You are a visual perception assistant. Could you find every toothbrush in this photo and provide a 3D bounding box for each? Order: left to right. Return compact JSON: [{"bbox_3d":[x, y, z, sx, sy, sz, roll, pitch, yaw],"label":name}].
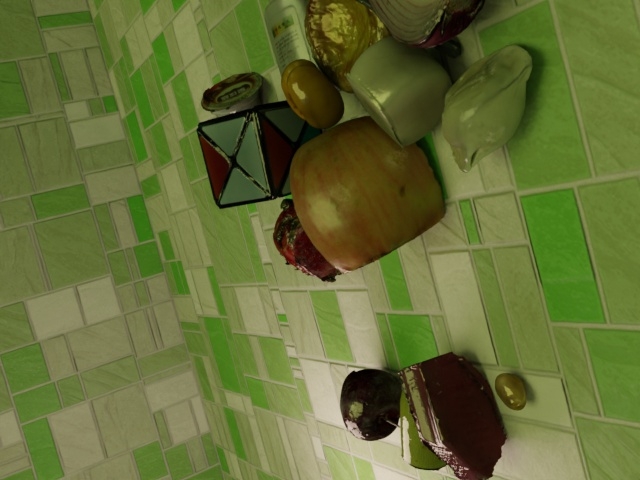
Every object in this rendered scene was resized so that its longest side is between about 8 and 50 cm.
[{"bbox_3d":[0.148,-0.439,1.470,0.297,0.031,0.030,28,130,-1],"label":"toothbrush"}]

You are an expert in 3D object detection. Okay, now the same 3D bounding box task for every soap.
[{"bbox_3d":[0.306,0.402,1.676,0.112,0.182,0.289,-36,68,59],"label":"soap"}]

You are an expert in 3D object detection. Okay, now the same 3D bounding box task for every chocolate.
[{"bbox_3d":[-0.253,-0.405,2.263,0.221,0.221,0.147,41,158,45],"label":"chocolate"}]

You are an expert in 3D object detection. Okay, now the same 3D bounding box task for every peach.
[{"bbox_3d":[-0.022,-0.339,1.715,0.179,0.103,0.179,50,179,1],"label":"peach"}]

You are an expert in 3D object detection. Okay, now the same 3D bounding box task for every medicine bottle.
[{"bbox_3d":[-0.051,-0.515,1.870,0.179,0.124,0.324,-15,94,56],"label":"medicine bottle"}]

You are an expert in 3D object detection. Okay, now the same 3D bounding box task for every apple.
[{"bbox_3d":[0.094,-0.118,1.684,0.309,0.314,0.252,60,-176,-5],"label":"apple"}]

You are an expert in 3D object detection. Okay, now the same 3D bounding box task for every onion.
[{"bbox_3d":[0.190,-0.518,1.391,0.348,0.159,0.267,45,129,40],"label":"onion"}]

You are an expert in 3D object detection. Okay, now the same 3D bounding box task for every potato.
[{"bbox_3d":[0.405,0.321,1.575,0.083,0.062,0.068,-95,-18,-46],"label":"potato"}]

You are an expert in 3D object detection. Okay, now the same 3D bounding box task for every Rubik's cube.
[{"bbox_3d":[-0.153,-0.237,2.012,0.248,0.246,0.250,-4,103,41],"label":"Rubik's cube"}]

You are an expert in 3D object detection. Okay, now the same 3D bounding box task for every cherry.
[{"bbox_3d":[0.137,0.440,2.010,0.195,0.195,0.195,38,136,47],"label":"cherry"}]

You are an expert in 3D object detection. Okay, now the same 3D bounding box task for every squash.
[{"bbox_3d":[0.261,0.428,1.825,0.132,0.132,0.247,30,129,52],"label":"squash"}]

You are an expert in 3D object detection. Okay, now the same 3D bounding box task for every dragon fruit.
[{"bbox_3d":[0.000,0.000,2.000,0.282,0.211,0.147,55,166,-24],"label":"dragon fruit"}]

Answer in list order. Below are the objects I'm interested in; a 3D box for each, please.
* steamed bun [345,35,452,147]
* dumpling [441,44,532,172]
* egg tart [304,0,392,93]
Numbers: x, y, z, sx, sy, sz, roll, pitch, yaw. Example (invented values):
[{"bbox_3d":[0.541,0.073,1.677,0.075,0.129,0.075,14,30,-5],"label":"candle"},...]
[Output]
[{"bbox_3d":[0.170,-0.308,1.502,0.146,0.164,0.241,51,-176,23],"label":"steamed bun"},{"bbox_3d":[0.299,-0.261,1.388,0.179,0.131,0.252,-104,30,-47],"label":"dumpling"},{"bbox_3d":[0.087,-0.480,1.635,0.319,0.128,0.319,33,131,50],"label":"egg tart"}]
